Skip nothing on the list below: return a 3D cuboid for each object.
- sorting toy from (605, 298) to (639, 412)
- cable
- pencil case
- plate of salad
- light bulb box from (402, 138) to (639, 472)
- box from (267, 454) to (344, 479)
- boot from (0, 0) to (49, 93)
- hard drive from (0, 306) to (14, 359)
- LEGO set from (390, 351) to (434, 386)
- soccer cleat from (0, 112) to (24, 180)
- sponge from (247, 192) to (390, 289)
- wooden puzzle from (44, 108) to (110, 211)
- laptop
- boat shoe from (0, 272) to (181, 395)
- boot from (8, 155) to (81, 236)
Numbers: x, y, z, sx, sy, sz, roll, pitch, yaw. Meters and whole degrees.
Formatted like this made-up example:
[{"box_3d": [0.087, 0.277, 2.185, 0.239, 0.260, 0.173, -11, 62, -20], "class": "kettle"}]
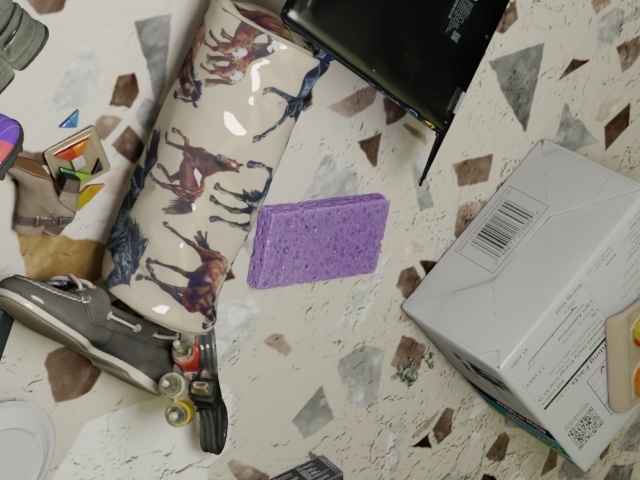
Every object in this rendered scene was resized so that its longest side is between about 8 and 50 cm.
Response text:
[{"box_3d": [0.522, 0.148, 2.187, 0.208, 0.038, 0.193, -29, 129, -25], "class": "sorting toy"}, {"box_3d": [-0.166, 0.201, 1.913, 0.287, 0.072, 0.139, 89, 6, -71], "class": "cable"}, {"box_3d": [-0.127, -0.086, 1.750, 0.184, 0.160, 0.410, 18, 101, -33], "class": "pencil case"}, {"box_3d": [-0.420, 0.284, 1.797, 0.200, 0.048, 0.199, -31, 137, -34], "class": "plate of salad"}, {"box_3d": [0.380, 0.105, 2.231, 0.358, 0.225, 0.361, -49, 135, -8], "class": "light bulb box"}, {"box_3d": [-0.085, 0.472, 2.173, 0.270, 0.060, 0.216, -22, 126, -29], "class": "box"}, {"box_3d": [-0.407, -0.184, 1.523, 0.246, 0.083, 0.161, -43, 140, -10], "class": "boot"}, {"box_3d": [-0.419, 0.112, 1.717, 0.094, 0.022, 0.135, 9, 108, -43], "class": "hard drive"}, {"box_3d": [0.149, 0.203, 2.237, 0.083, 0.023, 0.054, -35, 132, -19], "class": "LEGO set"}, {"box_3d": [-0.464, -0.061, 1.528, 0.318, 0.109, 0.116, -35, 127, -16], "class": "soccer cleat"}, {"box_3d": [0.000, 0.000, 1.994, 0.210, 0.031, 0.117, -8, 118, -37], "class": "sponge"}, {"box_3d": [-0.289, -0.094, 1.714, 0.078, 0.014, 0.116, -39, 132, -16], "class": "wooden puzzle"}, {"box_3d": [0.128, -0.324, 1.794, 0.408, 0.236, 0.381, 32, 76, -30], "class": "laptop"}, {"box_3d": [-0.279, 0.094, 1.762, 0.335, 0.112, 0.095, 45, 65, -55], "class": "boat shoe"}, {"box_3d": [-0.339, -0.048, 1.684, 0.118, 0.042, 0.087, 18, 114, -31], "class": "boot"}]
